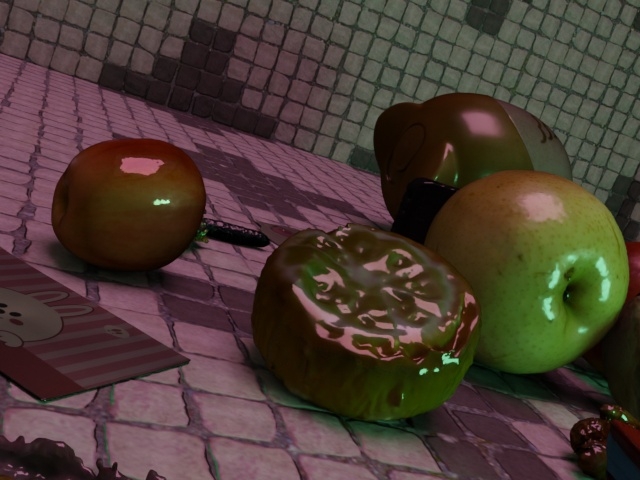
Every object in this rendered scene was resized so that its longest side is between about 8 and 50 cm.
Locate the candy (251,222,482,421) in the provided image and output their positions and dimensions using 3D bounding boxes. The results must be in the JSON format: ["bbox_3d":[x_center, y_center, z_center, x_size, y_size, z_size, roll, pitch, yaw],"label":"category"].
[{"bbox_3d":[0.051,0.081,0.880,0.259,0.118,0.260,10,37,-8],"label":"candy"}]

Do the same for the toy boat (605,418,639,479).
[{"bbox_3d":[0.433,0.306,0.739,0.392,0.079,0.136,31,18,39],"label":"toy boat"}]

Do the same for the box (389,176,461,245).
[{"bbox_3d":[0.289,0.029,1.433,0.350,0.211,0.058,16,14,-16],"label":"box"}]

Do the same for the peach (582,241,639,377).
[{"bbox_3d":[0.556,0.132,1.318,0.280,0.238,0.281,9,32,-6],"label":"peach"}]

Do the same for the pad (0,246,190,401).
[{"bbox_3d":[-0.298,0.067,0.779,0.299,0.005,0.202,25,13,24],"label":"pad"}]

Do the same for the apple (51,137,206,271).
[{"bbox_3d":[-0.244,-0.043,0.991,0.199,0.199,0.199,19,12,-4],"label":"apple"}]

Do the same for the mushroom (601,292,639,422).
[{"bbox_3d":[0.492,0.200,1.091,0.164,0.190,0.267,-14,56,-43],"label":"mushroom"}]

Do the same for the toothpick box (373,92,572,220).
[{"bbox_3d":[0.356,-0.152,1.935,0.425,0.409,0.409,16,12,-29],"label":"toothpick box"}]

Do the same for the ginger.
[{"bbox_3d":[0.357,0.239,0.924,0.162,0.073,0.103,16,12,-16],"label":"ginger"}]

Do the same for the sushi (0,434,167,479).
[{"bbox_3d":[-0.148,0.164,0.339,0.241,0.108,0.161,15,10,15],"label":"sushi"}]

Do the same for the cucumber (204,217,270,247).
[{"bbox_3d":[-0.145,-0.012,1.332,0.133,0.032,0.032,13,13,-26],"label":"cucumber"}]

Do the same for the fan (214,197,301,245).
[{"bbox_3d":[-0.089,-0.026,1.538,0.310,0.010,0.182,26,13,23],"label":"fan"}]

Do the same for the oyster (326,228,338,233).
[{"bbox_3d":[0.000,0.000,1.515,0.100,0.037,0.098,-8,9,-30],"label":"oyster"}]

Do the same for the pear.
[{"bbox_3d":[0.290,0.040,1.170,0.309,0.309,0.309,19,12,-4],"label":"pear"}]

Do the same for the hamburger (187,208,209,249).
[{"bbox_3d":[-0.246,-0.052,1.192,0.164,0.093,0.189,23,14,9],"label":"hamburger"}]
